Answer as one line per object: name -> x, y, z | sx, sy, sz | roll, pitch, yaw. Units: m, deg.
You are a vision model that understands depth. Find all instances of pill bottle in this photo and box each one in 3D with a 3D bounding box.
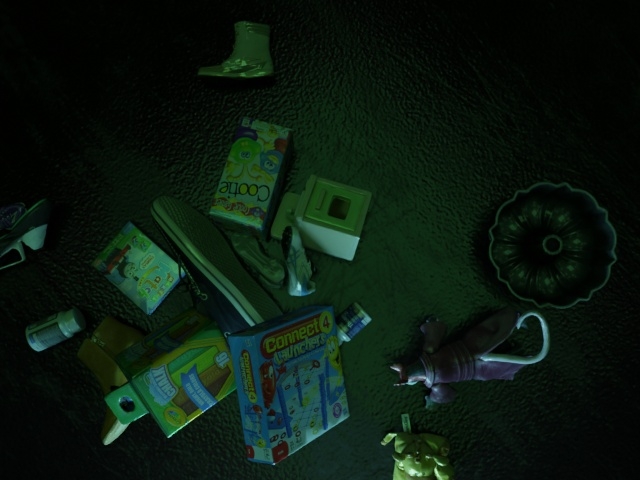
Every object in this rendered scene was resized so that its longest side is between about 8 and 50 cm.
pill bottle -> -0.715, 0.239, 1.651 | 0.137, 0.078, 0.078 | -23, 85, 0
pill bottle -> 0.073, 0.228, 1.636 | 0.120, 0.067, 0.067 | -44, 86, -2

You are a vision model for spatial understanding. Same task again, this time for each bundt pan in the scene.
bundt pan -> 0.594, 0.014, 1.611 | 0.331, 0.124, 0.330 | 0, 87, 2

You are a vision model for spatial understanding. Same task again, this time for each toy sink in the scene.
toy sink -> 0.000, -0.071, 1.603 | 0.234, 0.131, 0.152 | 17, 59, 4

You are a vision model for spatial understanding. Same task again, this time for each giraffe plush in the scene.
giraffe plush -> 0.255, 0.562, 1.555 | 0.181, 0.170, 0.210 | -26, 85, 0

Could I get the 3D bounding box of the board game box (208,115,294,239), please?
board game box -> -0.177, -0.163, 1.616 | 0.142, 0.144, 0.275 | 15, 78, 3

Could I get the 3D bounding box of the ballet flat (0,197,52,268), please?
ballet flat -> -0.822, 0.000, 1.672 | 0.280, 0.095, 0.096 | -36, 95, 9

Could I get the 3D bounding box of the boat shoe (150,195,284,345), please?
boat shoe -> -0.287, 0.102, 1.588 | 0.156, 0.187, 0.500 | -37, 95, 19

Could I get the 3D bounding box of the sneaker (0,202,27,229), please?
sneaker -> -0.895, -0.057, 1.682 | 0.170, 0.071, 0.068 | -21, 86, -1

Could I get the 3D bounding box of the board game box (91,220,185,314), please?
board game box -> -0.497, 0.075, 1.678 | 0.211, 0.039, 0.160 | 40, 87, 3

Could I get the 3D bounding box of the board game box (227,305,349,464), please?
board game box -> -0.068, 0.339, 1.501 | 0.086, 0.308, 0.301 | -5, 95, 38

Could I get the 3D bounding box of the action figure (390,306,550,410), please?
action figure -> 0.360, 0.314, 1.534 | 0.370, 0.276, 0.248 | -14, 91, -13

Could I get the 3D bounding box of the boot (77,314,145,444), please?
boot -> -0.569, 0.369, 1.636 | 0.211, 0.104, 0.295 | 27, 82, 9

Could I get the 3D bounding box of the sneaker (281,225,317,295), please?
sneaker -> -0.055, 0.051, 1.596 | 0.086, 0.237, 0.085 | -10, 43, -5

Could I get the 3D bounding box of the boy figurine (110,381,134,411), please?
boy figurine -> -0.391, 0.357, 1.576 | 0.285, 0.092, 0.177 | -24, 101, -27

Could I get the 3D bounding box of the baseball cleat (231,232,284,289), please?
baseball cleat -> -0.174, 0.061, 1.654 | 0.072, 0.109, 0.206 | -30, 54, -25

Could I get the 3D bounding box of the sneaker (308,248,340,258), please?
sneaker -> 0.000, 0.000, 1.669 | 0.152, 0.053, 0.061 | 18, 70, 1

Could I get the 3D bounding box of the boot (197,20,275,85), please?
boot -> -0.238, -0.522, 1.697 | 0.213, 0.077, 0.165 | -4, 86, -4

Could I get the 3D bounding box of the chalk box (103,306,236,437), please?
chalk box -> -0.356, 0.320, 1.435 | 0.289, 0.179, 0.180 | -35, 112, -23
